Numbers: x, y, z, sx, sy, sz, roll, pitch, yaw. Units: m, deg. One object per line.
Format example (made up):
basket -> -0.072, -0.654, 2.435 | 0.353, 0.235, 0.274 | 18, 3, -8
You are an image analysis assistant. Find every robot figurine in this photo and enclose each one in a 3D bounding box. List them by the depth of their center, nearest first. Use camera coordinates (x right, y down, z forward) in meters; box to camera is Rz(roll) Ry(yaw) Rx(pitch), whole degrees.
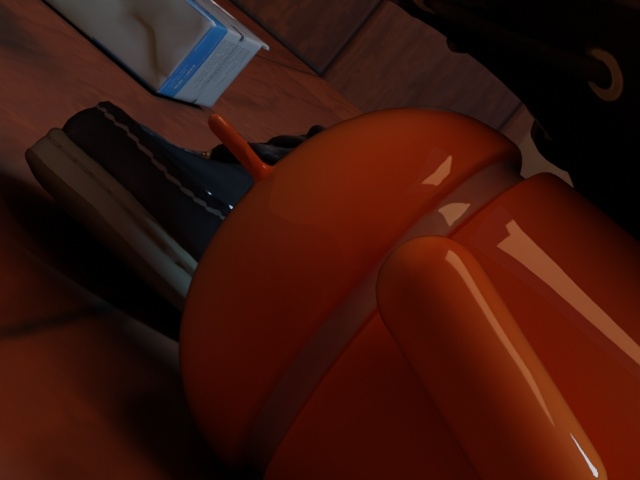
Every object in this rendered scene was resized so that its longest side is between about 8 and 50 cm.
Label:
robot figurine -> 0.051, 0.049, 0.542 | 0.219, 0.128, 0.158 | 41, 31, 14

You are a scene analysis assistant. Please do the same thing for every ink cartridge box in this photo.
ink cartridge box -> -0.105, -0.143, 1.303 | 0.104, 0.060, 0.180 | 40, 6, 8

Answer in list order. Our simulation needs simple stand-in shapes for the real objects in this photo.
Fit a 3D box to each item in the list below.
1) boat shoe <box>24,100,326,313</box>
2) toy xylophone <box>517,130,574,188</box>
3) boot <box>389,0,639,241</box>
boat shoe -> 0.000, 0.000, 0.752 | 0.103, 0.092, 0.285 | 44, 7, 38
toy xylophone -> 0.237, 0.056, 1.446 | 0.236, 0.081, 0.323 | 49, -14, 36
boot -> 0.108, -0.020, 0.644 | 0.377, 0.138, 0.284 | 15, -53, 39
